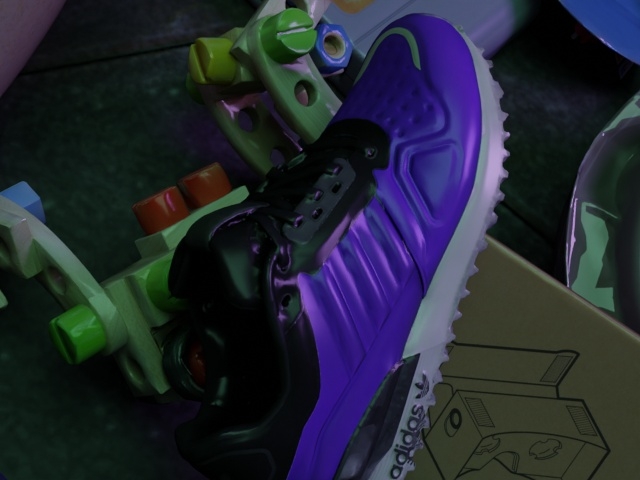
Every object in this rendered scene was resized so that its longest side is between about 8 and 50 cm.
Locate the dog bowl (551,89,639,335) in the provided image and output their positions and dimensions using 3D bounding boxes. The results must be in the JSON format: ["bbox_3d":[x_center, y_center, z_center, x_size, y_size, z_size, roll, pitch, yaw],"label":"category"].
[{"bbox_3d":[0.313,0.028,0.852,0.348,0.102,0.349,2,79,-8],"label":"dog bowl"}]

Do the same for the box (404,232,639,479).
[{"bbox_3d":[0.114,0.104,0.771,0.201,0.021,0.164,34,100,10],"label":"box"}]

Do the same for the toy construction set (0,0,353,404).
[{"bbox_3d":[-0.080,-0.029,0.775,0.327,0.151,0.215,-29,99,-20],"label":"toy construction set"}]

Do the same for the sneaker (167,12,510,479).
[{"bbox_3d":[0.000,0.000,0.682,0.146,0.102,0.293,22,76,-32],"label":"sneaker"}]

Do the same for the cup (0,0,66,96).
[{"bbox_3d":[-0.265,-0.197,0.735,0.331,0.331,0.237,4,82,-16],"label":"cup"}]

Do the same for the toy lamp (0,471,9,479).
[{"bbox_3d":[-0.274,0.099,0.689,0.274,0.080,0.080,30,58,2],"label":"toy lamp"}]

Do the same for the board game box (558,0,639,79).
[{"bbox_3d":[0.204,-0.188,1.011,0.133,0.033,0.169,32,36,-18],"label":"board game box"}]

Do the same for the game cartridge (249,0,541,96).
[{"bbox_3d":[0.017,-0.237,0.975,0.297,0.062,0.198,45,63,8],"label":"game cartridge"}]
